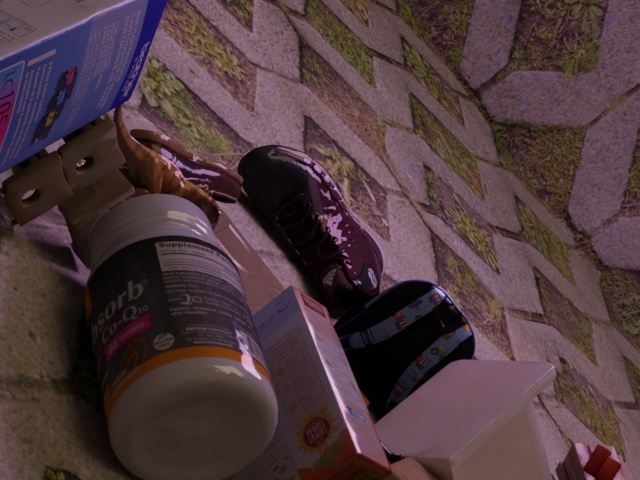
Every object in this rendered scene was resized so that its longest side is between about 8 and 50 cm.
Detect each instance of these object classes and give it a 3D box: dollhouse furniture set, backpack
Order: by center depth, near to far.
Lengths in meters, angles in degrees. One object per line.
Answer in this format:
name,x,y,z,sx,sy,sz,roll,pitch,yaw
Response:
dollhouse furniture set,-0.279,-0.067,1.763,0.129,0.129,0.183,47,-19,31
backpack,0.115,0.129,2.238,0.158,0.173,0.117,51,17,2

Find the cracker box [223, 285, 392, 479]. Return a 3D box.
cracker box,-0.036,0.182,1.777,0.067,0.156,0.232,33,25,-44

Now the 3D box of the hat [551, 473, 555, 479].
hat,0.217,0.384,2.229,0.208,0.183,0.173,-3,25,-14

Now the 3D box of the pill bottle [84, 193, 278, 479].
pill bottle,-0.144,0.090,1.684,0.162,0.162,0.278,37,21,-38

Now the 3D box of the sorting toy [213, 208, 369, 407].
sorting toy,-0.062,0.102,2.082,0.307,0.041,0.229,52,13,1

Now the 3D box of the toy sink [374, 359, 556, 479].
toy sink,0.163,0.245,1.966,0.234,0.153,0.131,-35,115,-45

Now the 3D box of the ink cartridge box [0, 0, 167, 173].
ink cartridge box,-0.321,-0.212,1.586,0.270,0.151,0.395,31,31,10

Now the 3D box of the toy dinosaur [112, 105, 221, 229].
toy dinosaur,-0.200,-0.083,1.964,0.211,0.112,0.064,44,18,-33

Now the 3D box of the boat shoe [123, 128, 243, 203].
boat shoe,-0.171,-0.072,2.114,0.207,0.073,0.073,23,70,-51

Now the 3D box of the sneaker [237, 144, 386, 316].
sneaker,0.000,0.000,2.329,0.281,0.106,0.162,43,22,-29

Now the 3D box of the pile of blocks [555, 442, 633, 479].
pile of blocks,0.375,0.391,2.266,0.149,0.112,0.362,21,41,1

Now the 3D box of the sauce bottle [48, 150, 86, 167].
sauce bottle,-0.275,-0.077,1.889,0.128,0.042,0.042,16,39,-60

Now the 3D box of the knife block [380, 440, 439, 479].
knife block,0.095,0.277,1.798,0.088,0.276,0.242,-4,87,-69
